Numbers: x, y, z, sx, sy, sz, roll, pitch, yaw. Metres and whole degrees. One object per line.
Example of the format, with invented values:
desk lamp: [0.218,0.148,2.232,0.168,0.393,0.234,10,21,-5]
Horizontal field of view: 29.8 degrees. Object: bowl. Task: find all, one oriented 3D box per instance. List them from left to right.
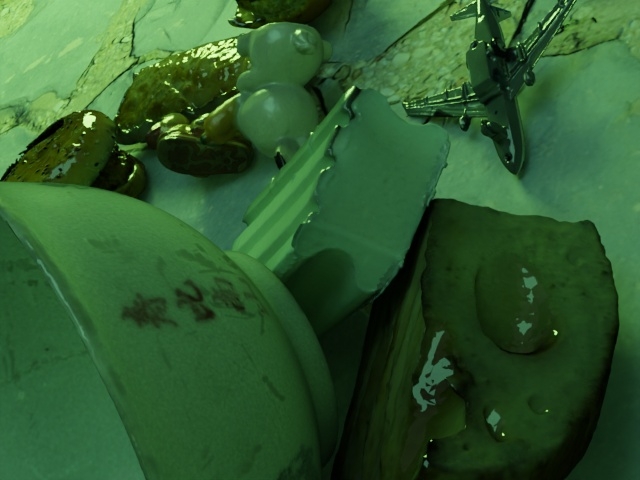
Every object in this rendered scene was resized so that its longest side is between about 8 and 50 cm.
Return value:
bowl: [-0.115,0.124,0.872,0.196,0.435,0.435,-22,29,-29]

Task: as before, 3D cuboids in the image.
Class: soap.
soap: [0.000,0.000,0.963,0.261,0.094,0.150,-42,26,61]

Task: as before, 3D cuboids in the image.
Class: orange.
orange: [-0.036,-0.304,1.355,0.160,0.112,0.170,32,97,47]

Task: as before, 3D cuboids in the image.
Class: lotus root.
lotus root: [0.107,0.102,0.836,0.210,0.142,0.314,120,169,-50]

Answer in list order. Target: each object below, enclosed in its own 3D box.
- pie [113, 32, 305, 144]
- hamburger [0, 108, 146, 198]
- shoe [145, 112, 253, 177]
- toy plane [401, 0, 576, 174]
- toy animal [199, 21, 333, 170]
pie: [-0.130,-0.176,1.351,0.282,0.068,0.129,-10,52,38]
hamburger: [-0.291,-0.059,1.342,0.185,0.113,0.177,-14,47,30]
shoe: [-0.124,-0.100,1.270,0.109,0.072,0.069,-7,34,12]
toy plane: [0.158,-0.151,1.085,0.226,0.058,0.226,-34,36,36]
toy animal: [-0.044,-0.123,1.188,0.127,0.131,0.182,153,119,-70]
